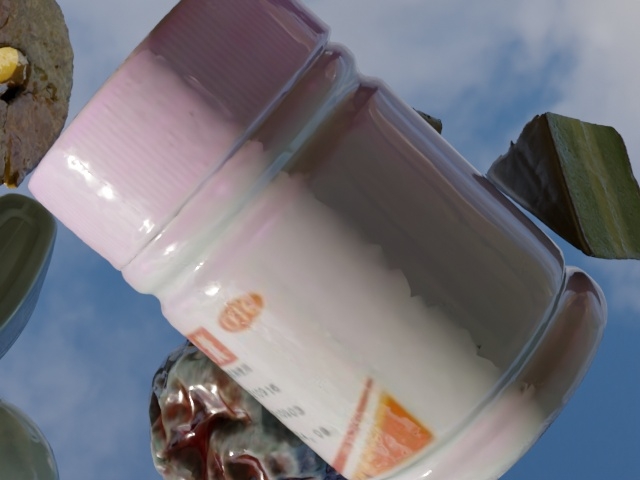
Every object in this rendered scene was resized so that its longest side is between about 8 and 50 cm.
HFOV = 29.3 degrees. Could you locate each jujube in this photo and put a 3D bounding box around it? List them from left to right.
[{"bbox_3d":[-0.021,0.153,1.157,0.226,0.226,0.317,30,-156,29],"label":"jujube"}]

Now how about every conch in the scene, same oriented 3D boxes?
[{"bbox_3d":[-0.305,0.205,1.121,0.121,0.221,0.185,-8,-104,-15],"label":"conch"}]

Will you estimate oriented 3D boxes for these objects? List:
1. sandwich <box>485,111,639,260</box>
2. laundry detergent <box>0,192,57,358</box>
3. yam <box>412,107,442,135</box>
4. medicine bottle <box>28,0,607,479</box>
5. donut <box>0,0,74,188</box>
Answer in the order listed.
[{"bbox_3d":[0.167,-0.015,0.816,0.074,0.074,0.116,9,-127,-27],"label":"sandwich"},{"bbox_3d":[-0.387,0.062,1.453,0.105,0.280,0.215,30,-107,-4],"label":"laundry detergent"},{"bbox_3d":[0.093,-0.155,1.590,0.132,0.054,0.054,15,-139,-33],"label":"yam"},{"bbox_3d":[0.000,0.000,0.761,0.316,0.202,0.202,43,-117,-8],"label":"medicine bottle"},{"bbox_3d":[-0.286,-0.138,1.037,0.074,0.174,0.190,1,-134,23],"label":"donut"}]
